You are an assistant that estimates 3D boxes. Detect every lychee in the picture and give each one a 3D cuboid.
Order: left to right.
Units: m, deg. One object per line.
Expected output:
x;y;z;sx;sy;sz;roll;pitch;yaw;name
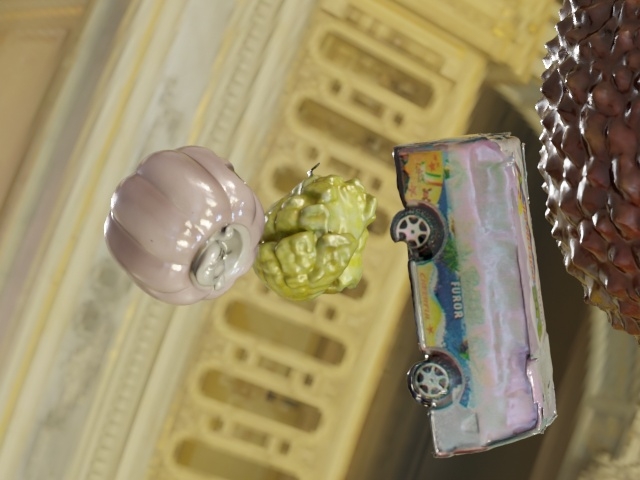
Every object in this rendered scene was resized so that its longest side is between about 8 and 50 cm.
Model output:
0.267;-0.057;1.014;0.275;0.275;0.304;-26;-87;43;lychee

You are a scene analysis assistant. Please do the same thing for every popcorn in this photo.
-0.008;-0.009;1.941;0.142;0.173;0.173;47;-67;18;popcorn

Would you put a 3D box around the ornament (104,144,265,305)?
-0.146;-0.013;1.804;0.177;0.177;0.178;-31;-132;40;ornament

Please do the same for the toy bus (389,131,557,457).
0.154;0.053;1.604;0.138;0.112;0.317;-7;-84;22;toy bus
